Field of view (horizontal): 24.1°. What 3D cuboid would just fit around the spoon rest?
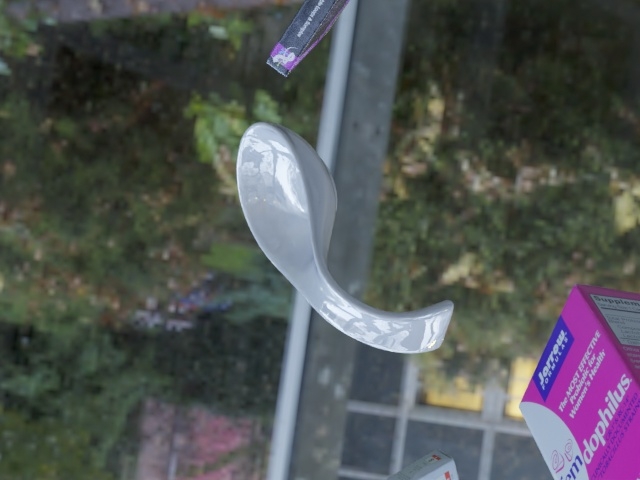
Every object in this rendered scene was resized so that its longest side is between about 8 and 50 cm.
[{"bbox_3d":[0.000,0.000,1.337,0.084,0.137,0.276,-20,-130,-33],"label":"spoon rest"}]

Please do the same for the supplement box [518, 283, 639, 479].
[{"bbox_3d":[0.224,0.136,0.941,0.114,0.111,0.220,9,-151,-18],"label":"supplement box"}]

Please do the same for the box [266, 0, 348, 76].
[{"bbox_3d":[0.018,-0.238,1.396,0.029,0.116,0.162,36,131,0],"label":"box"}]

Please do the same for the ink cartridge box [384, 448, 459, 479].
[{"bbox_3d":[0.109,0.374,1.944,0.179,0.145,0.045,-29,-151,-26],"label":"ink cartridge box"}]
